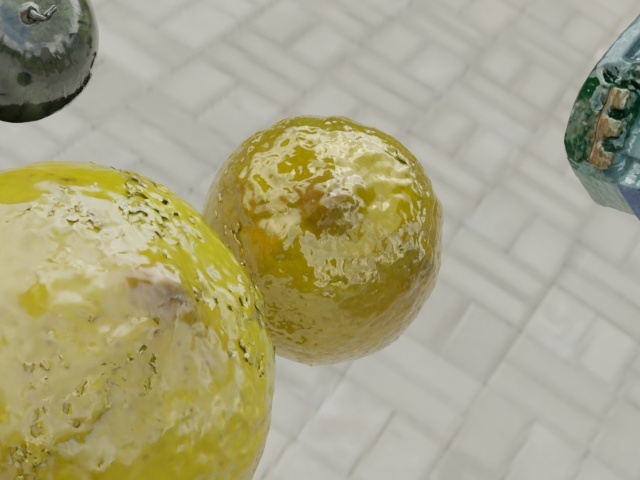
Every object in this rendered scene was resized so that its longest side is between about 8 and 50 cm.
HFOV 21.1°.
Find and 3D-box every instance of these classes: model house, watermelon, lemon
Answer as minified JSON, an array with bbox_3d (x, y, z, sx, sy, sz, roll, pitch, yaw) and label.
[{"bbox_3d":[0.271,-0.078,1.202,0.148,0.119,0.148,25,68,44],"label":"model house"},{"bbox_3d":[-0.136,-0.091,0.762,0.078,0.078,0.110,22,-3,-10],"label":"watermelon"},{"bbox_3d":[-0.167,0.091,1.021,0.258,0.310,0.258,29,37,-25],"label":"lemon"},{"bbox_3d":[0.000,0.000,1.330,0.192,0.231,0.192,0,77,1],"label":"lemon"}]
